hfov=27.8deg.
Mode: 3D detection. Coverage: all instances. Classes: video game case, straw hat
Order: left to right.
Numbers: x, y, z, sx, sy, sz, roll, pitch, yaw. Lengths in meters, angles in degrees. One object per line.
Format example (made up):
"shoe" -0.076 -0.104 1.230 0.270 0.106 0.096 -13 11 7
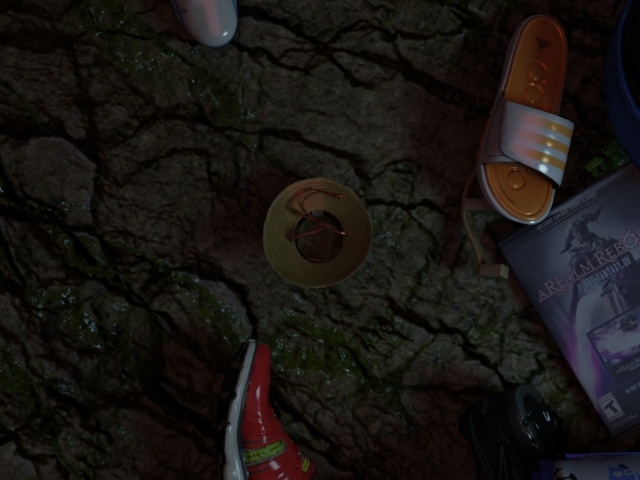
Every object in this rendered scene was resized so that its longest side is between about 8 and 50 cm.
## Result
"straw hat" 0.000 0.000 1.585 0.144 0.061 0.144 -2 68 6
"video game case" 0.361 0.070 1.529 0.196 0.026 0.274 -33 83 19

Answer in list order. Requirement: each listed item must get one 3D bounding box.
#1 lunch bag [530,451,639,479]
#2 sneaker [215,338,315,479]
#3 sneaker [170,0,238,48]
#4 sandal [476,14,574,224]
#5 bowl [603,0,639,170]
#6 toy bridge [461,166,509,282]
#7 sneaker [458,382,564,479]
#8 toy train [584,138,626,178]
"lunch bag" 0.391 0.403 1.332 0.328 0.239 0.385 -3 64 7
"sneaker" -0.066 0.258 1.571 0.118 0.107 0.279 1 89 -11
"sneaker" -0.163 -0.355 1.619 0.085 0.086 0.237 -16 85 4
"sandal" 0.252 -0.154 1.528 0.102 0.076 0.265 12 77 -13
"bowl" 0.518 -0.201 1.457 0.391 0.077 0.391 -5 64 10
"toy bridge" 0.203 -0.041 1.568 0.063 0.026 0.188 1 77 31
"sneaker" 0.254 0.300 1.529 0.106 0.101 0.267 -25 88 32
"toy train" 0.356 -0.107 1.570 0.083 0.017 0.023 -40 72 3
